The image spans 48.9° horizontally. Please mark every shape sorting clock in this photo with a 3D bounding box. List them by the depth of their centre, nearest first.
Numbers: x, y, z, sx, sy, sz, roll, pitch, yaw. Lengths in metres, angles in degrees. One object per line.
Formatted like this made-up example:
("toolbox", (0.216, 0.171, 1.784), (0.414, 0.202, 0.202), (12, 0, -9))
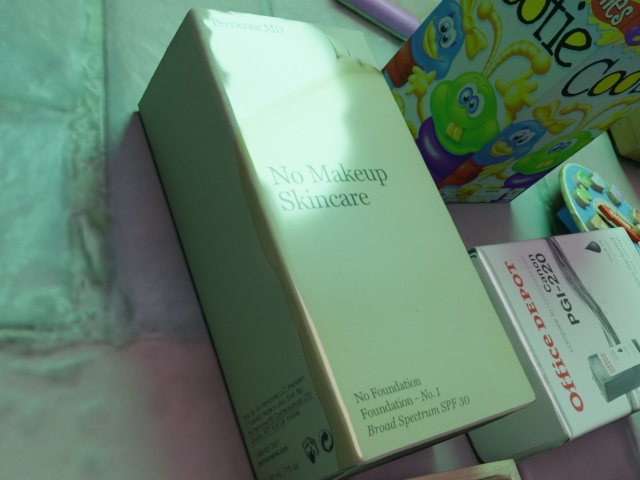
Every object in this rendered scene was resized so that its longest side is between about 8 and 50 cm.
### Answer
("shape sorting clock", (0.332, -0.002, 0.764), (0.206, 0.040, 0.206), (26, 43, -27))

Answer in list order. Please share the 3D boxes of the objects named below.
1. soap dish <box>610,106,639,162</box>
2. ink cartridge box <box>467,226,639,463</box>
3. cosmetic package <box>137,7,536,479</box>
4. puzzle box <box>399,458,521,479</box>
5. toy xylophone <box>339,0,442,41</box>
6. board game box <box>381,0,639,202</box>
("soap dish", (0.477, -0.218, 0.970), (0.229, 0.118, 0.290), (12, 55, -29))
("ink cartridge box", (0.204, 0.081, 0.596), (0.218, 0.092, 0.158), (-7, 65, -36))
("cosmetic package", (0.000, 0.000, 0.492), (0.160, 0.113, 0.309), (-7, 66, -38))
("puzzle box", (-0.009, 0.274, 0.344), (0.409, 0.052, 0.272), (2, 61, -35))
("toy xylophone", (0.118, -0.361, 0.836), (0.236, 0.081, 0.322), (31, 48, -15))
("board game box", (0.193, -0.162, 0.621), (0.144, 0.275, 0.142), (-4, 63, -36))
